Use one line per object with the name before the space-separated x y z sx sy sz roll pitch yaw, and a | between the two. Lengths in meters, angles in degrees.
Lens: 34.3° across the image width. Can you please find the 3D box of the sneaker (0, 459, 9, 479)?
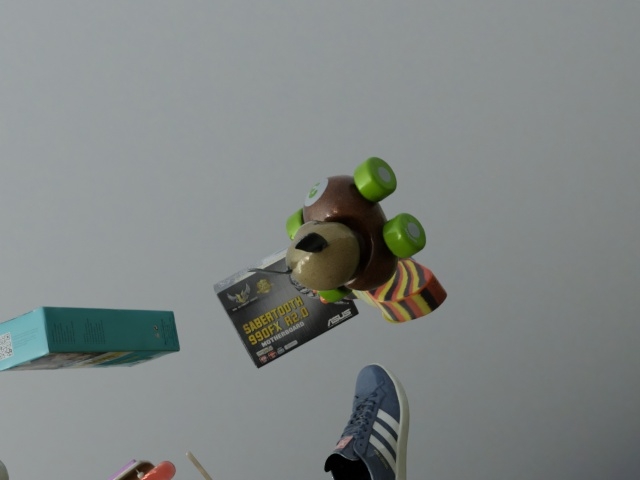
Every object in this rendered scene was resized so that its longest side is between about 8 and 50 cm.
sneaker | -0.371 0.301 0.988 0.086 0.085 0.237 -35 17 47

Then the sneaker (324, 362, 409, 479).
sneaker | 0.079 0.385 1.988 0.148 0.350 0.131 22 -41 -31

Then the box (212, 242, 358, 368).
box | -0.066 0.115 2.021 0.231 0.183 0.056 -28 20 -4

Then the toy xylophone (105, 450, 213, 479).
toy xylophone | -0.310 0.588 2.190 0.236 0.323 0.081 -45 0 -1

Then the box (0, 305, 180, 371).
box | -0.301 0.129 1.359 0.100 0.060 0.244 -20 -15 30

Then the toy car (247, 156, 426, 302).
toy car | 0.000 0.000 1.212 0.155 0.149 0.188 -35 -13 36

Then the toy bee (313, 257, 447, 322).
toy bee | 0.077 0.062 1.664 0.162 0.195 0.298 -40 13 0
